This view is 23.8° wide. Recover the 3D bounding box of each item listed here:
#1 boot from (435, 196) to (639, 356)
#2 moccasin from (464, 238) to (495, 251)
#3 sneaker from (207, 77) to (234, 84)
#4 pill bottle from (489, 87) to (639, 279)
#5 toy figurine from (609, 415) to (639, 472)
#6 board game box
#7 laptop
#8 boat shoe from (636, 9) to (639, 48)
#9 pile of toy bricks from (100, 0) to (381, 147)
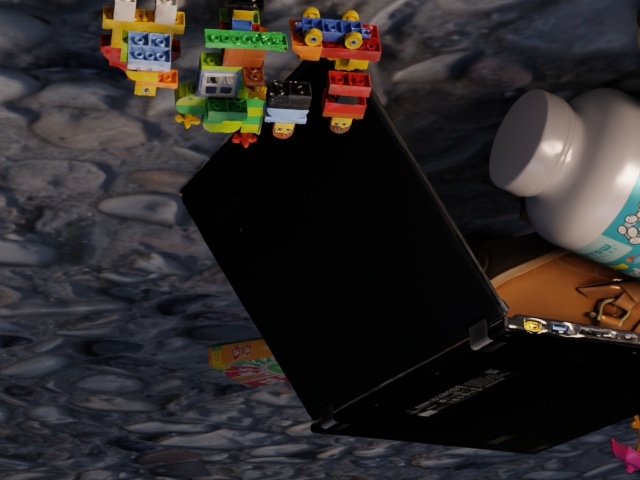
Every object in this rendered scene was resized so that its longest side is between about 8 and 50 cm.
[{"bbox_3d":[0.259,0.059,1.522,0.220,0.109,0.283,28,119,-7],"label":"boot"},{"bbox_3d":[0.245,0.082,1.705,0.380,0.139,0.147,2,161,-12],"label":"moccasin"},{"bbox_3d":[-0.072,-0.126,1.290,0.037,0.032,0.083,5,156,17],"label":"sneaker"},{"bbox_3d":[0.283,-0.042,1.336,0.264,0.146,0.146,21,152,-18],"label":"pill bottle"},{"bbox_3d":[0.446,0.233,2.046,0.173,0.159,0.130,-13,-164,-16],"label":"toy figurine"},{"bbox_3d":[-0.006,0.150,2.014,0.259,0.039,0.124,-13,157,20],"label":"board game box"},{"bbox_3d":[0.118,0.031,1.398,0.407,0.236,0.382,9,158,-22],"label":"laptop"},{"bbox_3d":[0.336,-0.112,1.263,0.095,0.095,0.257,-18,154,36],"label":"boat shoe"},{"bbox_3d":[-0.063,-0.116,1.164,0.212,0.118,0.105,3,139,-10],"label":"pile of toy bricks"}]
